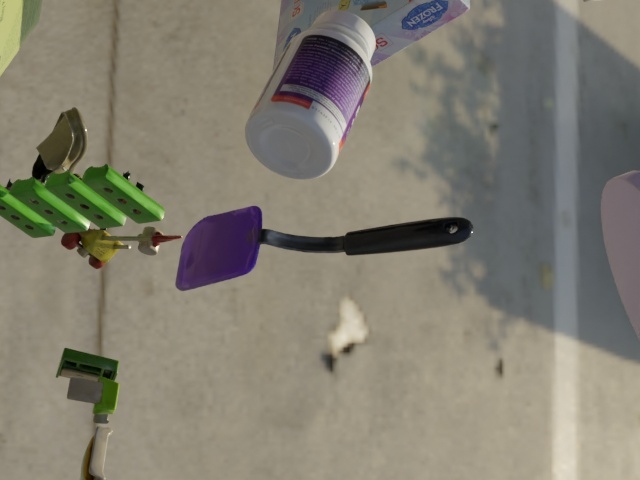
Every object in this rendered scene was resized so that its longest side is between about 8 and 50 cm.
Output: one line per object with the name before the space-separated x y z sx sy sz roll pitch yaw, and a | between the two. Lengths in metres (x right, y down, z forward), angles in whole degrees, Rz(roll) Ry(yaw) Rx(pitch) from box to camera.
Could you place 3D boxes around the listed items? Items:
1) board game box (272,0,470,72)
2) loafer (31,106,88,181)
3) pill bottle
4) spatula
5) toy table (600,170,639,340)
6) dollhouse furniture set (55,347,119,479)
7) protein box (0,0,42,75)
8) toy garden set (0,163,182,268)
board game box | 0.074 -0.383 2.033 0.066 0.318 0.318 37 42 -34
loafer | -0.354 -0.121 1.901 0.050 0.148 0.056 -13 57 -34
pill bottle | -0.004 -0.170 1.586 0.108 0.108 0.193 59 41 -37
spatula | 0.000 0.000 1.343 0.030 0.297 0.084 66 25 -54
toy table | 0.443 0.036 1.563 0.161 0.252 0.274 -18 96 -15
dollhouse furniture set | -0.236 0.181 1.371 0.059 0.076 0.151 13 53 -13
protein box | -0.438 -0.310 1.738 0.199 0.136 0.201 114 -2 -47
toy garden set | -0.292 -0.037 1.832 0.204 0.244 0.049 40 55 -42
